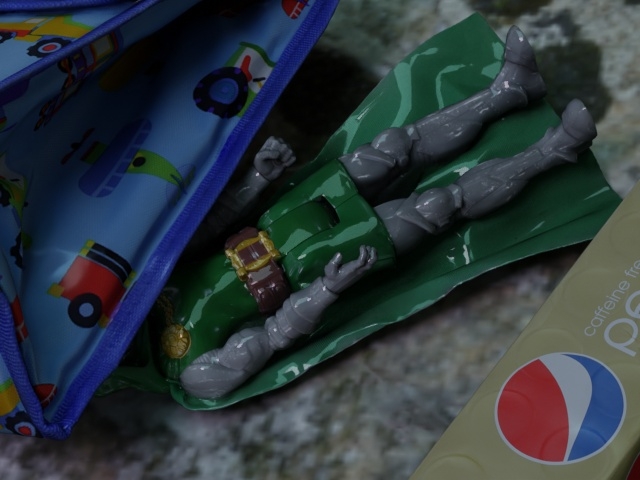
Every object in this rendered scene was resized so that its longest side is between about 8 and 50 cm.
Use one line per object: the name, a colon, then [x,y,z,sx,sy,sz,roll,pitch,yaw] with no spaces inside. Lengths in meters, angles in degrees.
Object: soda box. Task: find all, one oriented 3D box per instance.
soda box: [0.107,0.051,0.577,0.061,0.058,0.181,26,65,33]

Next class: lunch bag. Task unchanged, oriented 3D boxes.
lunch bag: [-0.129,-0.065,0.701,0.221,0.138,0.293,1,38,39]

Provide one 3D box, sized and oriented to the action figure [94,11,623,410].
action figure: [0.000,0.000,0.656,0.232,0.063,0.137,-32,53,-4]
